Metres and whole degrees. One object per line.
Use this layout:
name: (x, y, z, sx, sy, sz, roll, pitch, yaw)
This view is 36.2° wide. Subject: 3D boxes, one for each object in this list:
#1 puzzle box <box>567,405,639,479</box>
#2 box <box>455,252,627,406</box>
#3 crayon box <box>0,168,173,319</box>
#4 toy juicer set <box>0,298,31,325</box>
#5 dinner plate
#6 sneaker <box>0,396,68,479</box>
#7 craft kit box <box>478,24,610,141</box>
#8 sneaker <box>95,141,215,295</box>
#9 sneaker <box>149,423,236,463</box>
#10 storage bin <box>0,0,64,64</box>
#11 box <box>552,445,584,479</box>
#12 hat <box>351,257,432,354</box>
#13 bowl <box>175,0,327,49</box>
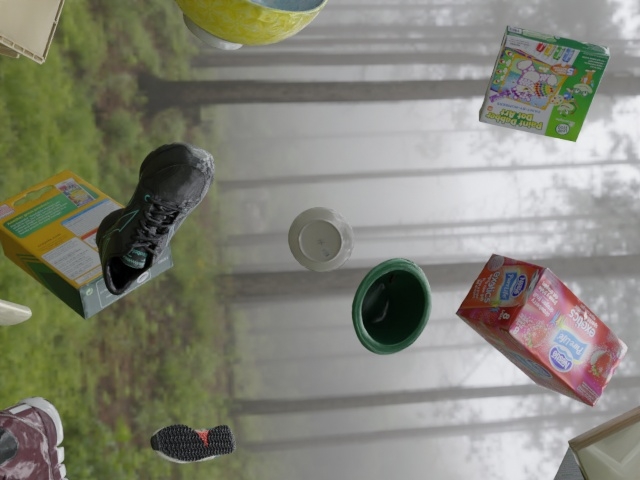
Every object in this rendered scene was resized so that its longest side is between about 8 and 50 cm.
puzzle box: (0.635, 0.356, 1.577, 0.052, 0.409, 0.272, -118, -177, -80)
box: (0.356, 0.145, 1.569, 0.128, 0.257, 0.122, 17, -109, 56)
crayon box: (-0.459, -0.001, 1.848, 0.323, 0.203, 0.083, 31, -41, 33)
toy juicer set: (-0.477, 0.056, 0.941, 0.209, 0.329, 0.089, 53, 23, -60)
dinner plate: (0.000, 0.000, 2.056, 0.017, 0.141, 0.141, -56, 147, -73)
sneaker: (-0.433, 0.371, 1.386, 0.162, 0.106, 0.281, -4, 75, -59)
craft kit box: (0.531, -0.372, 2.350, 0.061, 0.250, 0.246, -78, 179, -48)
sneaker: (-0.221, -0.024, 1.317, 0.267, 0.101, 0.106, -46, -147, 40)
sneaker: (-0.201, 0.306, 1.442, 0.075, 0.161, 0.057, -28, -112, 31)
storage bin: (-0.448, -0.409, 1.391, 0.260, 0.123, 0.262, 17, 91, -84)
box: (0.562, 0.483, 1.829, 0.262, 0.231, 0.126, -21, -68, 47)
hat: (0.089, 0.107, 1.811, 0.183, 0.173, 0.208, 25, -32, 55)
bowl: (-0.146, -0.412, 1.630, 0.156, 0.290, 0.289, -55, -147, 37)
